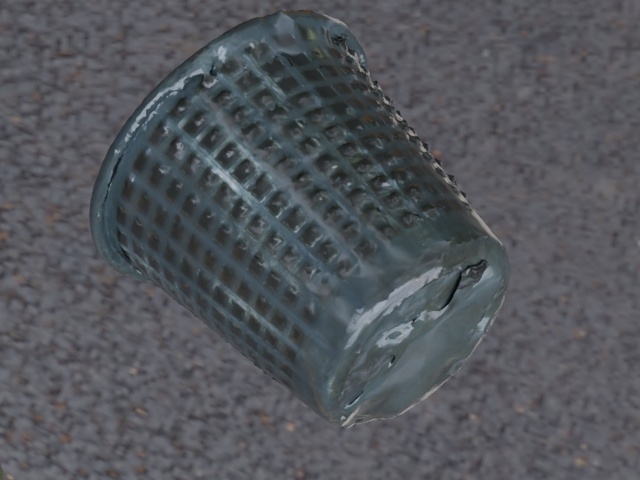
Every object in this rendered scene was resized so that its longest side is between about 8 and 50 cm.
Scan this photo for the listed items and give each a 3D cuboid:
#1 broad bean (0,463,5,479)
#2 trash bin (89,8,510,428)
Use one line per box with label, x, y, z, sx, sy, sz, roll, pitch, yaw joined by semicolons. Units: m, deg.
broad bean;-0.083;0.081;0.353;0.075;0.067;0.325;-42;131;-40
trash bin;0.000;0.000;0.856;0.175;0.161;0.175;-31;148;-22
